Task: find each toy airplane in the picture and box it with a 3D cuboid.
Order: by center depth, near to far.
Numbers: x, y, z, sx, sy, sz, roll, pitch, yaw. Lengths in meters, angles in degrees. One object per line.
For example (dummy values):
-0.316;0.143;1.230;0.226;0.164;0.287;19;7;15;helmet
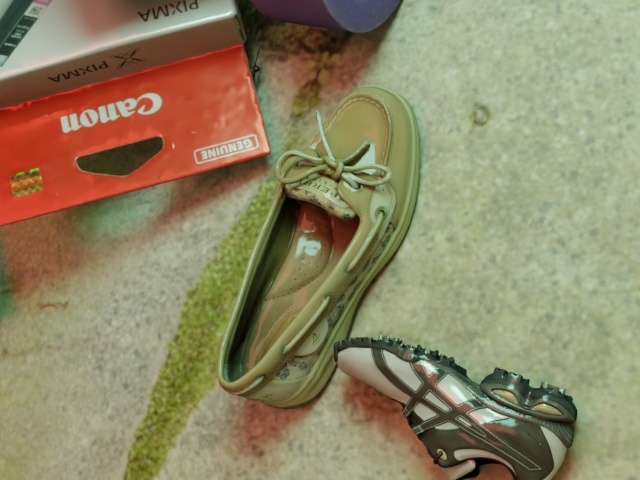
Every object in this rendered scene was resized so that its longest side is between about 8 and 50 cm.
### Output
-0.122;-0.157;0.976;0.151;0.028;0.151;-8;72;25;toy airplane

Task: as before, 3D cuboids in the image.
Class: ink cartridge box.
-0.202;-0.159;0.924;0.275;0.060;0.238;-15;70;1;ink cartridge box

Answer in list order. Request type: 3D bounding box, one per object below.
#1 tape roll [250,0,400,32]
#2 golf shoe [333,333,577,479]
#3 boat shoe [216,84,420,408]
0.010;-0.270;0.848;0.080;0.189;0.188;15;84;30;tape roll
0.088;0.130;0.772;0.198;0.077;0.093;15;84;30;golf shoe
0.000;0.000;0.840;0.105;0.089;0.285;16;84;29;boat shoe
